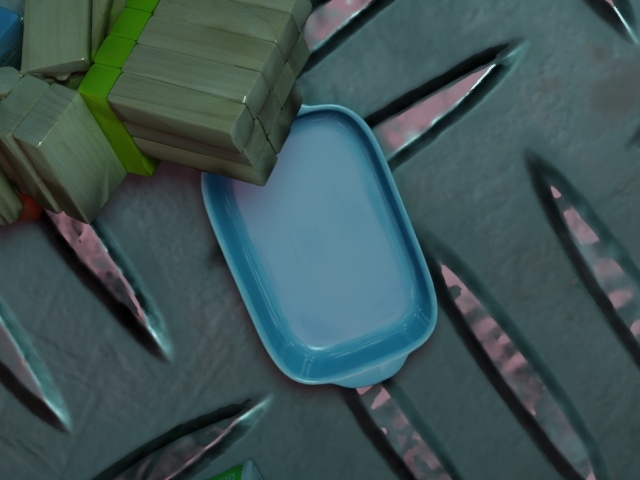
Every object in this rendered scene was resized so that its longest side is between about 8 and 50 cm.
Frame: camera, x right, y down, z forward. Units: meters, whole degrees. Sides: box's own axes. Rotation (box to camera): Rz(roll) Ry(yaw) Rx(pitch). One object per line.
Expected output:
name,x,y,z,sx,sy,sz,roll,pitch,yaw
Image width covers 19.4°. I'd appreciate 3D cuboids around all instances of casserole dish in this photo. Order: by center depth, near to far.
casserole dish,0.000,0.000,1.155,0.114,0.037,0.188,-21,103,6

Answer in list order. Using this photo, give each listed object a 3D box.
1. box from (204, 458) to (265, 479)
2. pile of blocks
box,-0.035,0.300,1.128,0.127,0.231,0.262,-26,102,7
pile of blocks,-0.171,-0.073,1.120,0.362,0.149,0.112,-7,146,12
